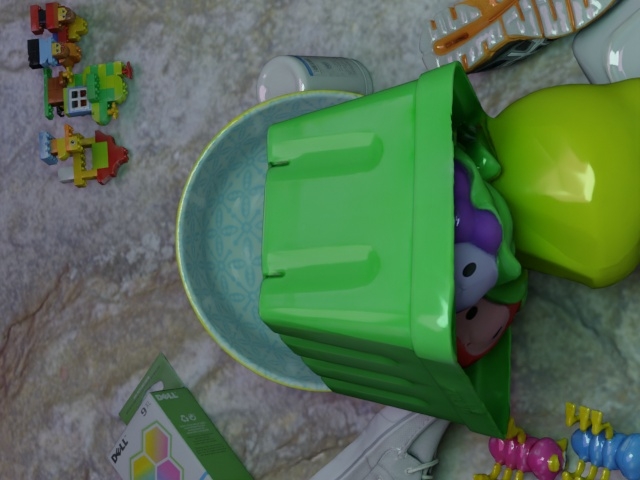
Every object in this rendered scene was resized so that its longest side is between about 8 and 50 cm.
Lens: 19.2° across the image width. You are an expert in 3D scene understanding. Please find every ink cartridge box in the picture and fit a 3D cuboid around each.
[{"bbox_3d":[-0.169,0.237,2.112,0.209,0.062,0.109,51,124,28],"label":"ink cartridge box"}]

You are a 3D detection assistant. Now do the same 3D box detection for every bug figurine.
[{"bbox_3d":[0.222,0.270,1.760,0.216,0.072,0.279,19,109,46],"label":"bug figurine"}]

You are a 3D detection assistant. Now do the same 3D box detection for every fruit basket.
[{"bbox_3d":[0.159,0.001,1.602,0.392,0.392,0.283,-12,68,41],"label":"fruit basket"}]

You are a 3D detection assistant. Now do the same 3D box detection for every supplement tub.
[{"bbox_3d":[-0.006,-0.152,1.916,0.071,0.107,0.071,2,93,41],"label":"supplement tub"}]

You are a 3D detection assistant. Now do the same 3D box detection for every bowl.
[{"bbox_3d":[0.000,0.000,1.865,0.156,0.290,0.289,178,89,-85],"label":"bowl"}]

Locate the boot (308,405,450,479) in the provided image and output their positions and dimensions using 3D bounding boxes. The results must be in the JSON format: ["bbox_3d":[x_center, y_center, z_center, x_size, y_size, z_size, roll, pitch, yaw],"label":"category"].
[{"bbox_3d":[0.092,0.232,1.872,0.123,0.095,0.258,57,134,17],"label":"boot"}]

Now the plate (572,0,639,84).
[{"bbox_3d":[0.361,-0.141,1.633,0.277,0.045,0.278,-41,66,36],"label":"plate"}]

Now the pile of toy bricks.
[{"bbox_3d":[-0.263,-0.176,2.160,0.105,0.118,0.212,-7,77,10],"label":"pile of toy bricks"}]

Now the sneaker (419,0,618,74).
[{"bbox_3d":[0.194,-0.212,1.756,0.215,0.083,0.084,-20,79,36],"label":"sneaker"}]
